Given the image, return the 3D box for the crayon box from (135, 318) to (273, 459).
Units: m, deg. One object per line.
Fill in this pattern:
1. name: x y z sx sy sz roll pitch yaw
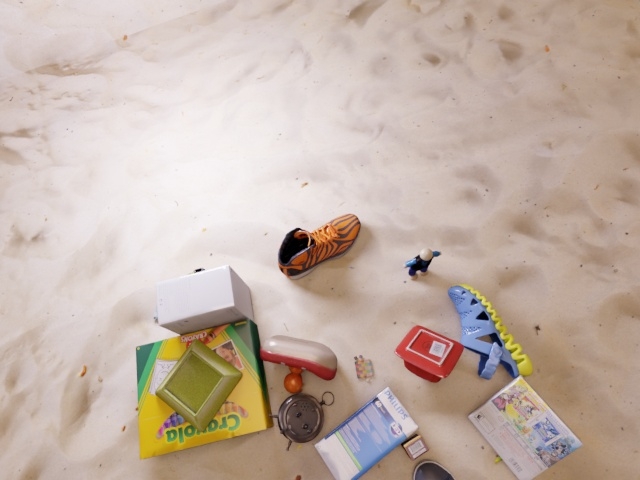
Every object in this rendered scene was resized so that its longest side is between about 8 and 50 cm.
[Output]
1. crayon box: -0.349 0.435 1.198 0.362 0.106 0.313 -14 66 0

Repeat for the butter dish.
1. butter dish: 0.310 0.348 1.163 0.159 0.118 0.160 20 34 30

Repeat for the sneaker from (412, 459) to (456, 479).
1. sneaker: 0.337 0.718 0.995 0.126 0.127 0.321 -24 65 -3

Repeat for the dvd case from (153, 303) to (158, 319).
1. dvd case: -0.512 0.210 1.363 0.087 0.013 0.120 2 68 7

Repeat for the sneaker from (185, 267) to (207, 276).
1. sneaker: -0.435 0.115 1.383 0.083 0.035 0.031 -28 66 -6

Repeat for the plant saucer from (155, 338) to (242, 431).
1. plant saucer: -0.350 0.402 1.131 0.188 0.045 0.188 31 74 16

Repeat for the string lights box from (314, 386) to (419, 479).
1. string lights box: 0.129 0.543 1.116 0.259 0.077 0.133 -35 68 -9

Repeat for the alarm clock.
1. alarm clock: -0.039 0.496 1.152 0.192 0.064 0.129 -27 76 -25

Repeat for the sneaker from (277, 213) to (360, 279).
1. sneaker: 0.000 0.000 1.304 0.321 0.180 0.124 -38 69 -10

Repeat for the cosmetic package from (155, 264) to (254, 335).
1. cosmetic package: -0.345 0.196 1.236 0.224 0.224 0.138 -16 66 0

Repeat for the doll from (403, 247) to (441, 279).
1. doll: 0.315 0.065 1.237 0.129 0.189 0.046 -21 67 -2

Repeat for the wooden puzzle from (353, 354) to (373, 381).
1. wooden puzzle: 0.132 0.388 1.220 0.049 0.006 0.083 -10 66 2

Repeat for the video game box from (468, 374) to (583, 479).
1. video game box: 0.538 0.500 1.071 0.187 0.048 0.205 -45 68 16

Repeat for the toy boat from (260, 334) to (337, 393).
1. toy boat: -0.068 0.373 1.183 0.231 0.151 0.151 9 86 10

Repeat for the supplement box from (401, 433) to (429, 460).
1. supplement box: 0.255 0.561 1.091 0.055 0.083 0.043 -30 68 -7

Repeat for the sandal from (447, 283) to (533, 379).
1. sandal: 0.466 0.272 1.174 0.138 0.126 0.317 -29 66 -2
